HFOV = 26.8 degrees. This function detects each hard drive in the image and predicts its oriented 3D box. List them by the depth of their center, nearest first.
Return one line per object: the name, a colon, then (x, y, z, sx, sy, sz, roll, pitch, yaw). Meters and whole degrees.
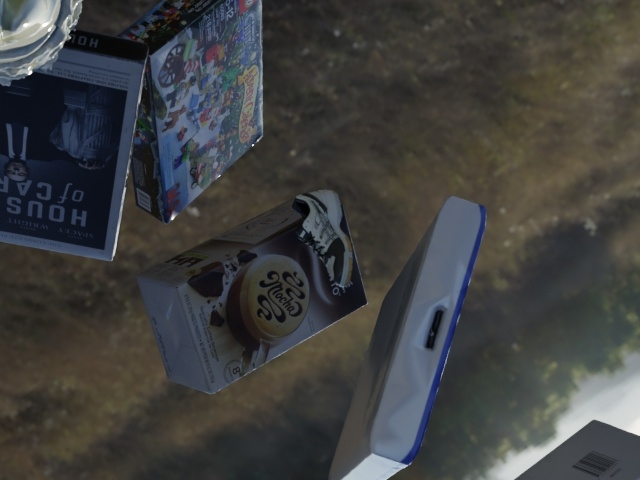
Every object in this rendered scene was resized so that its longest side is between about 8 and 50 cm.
hard drive: (0.068, 0.106, 1.159, 0.319, 0.040, 0.210, 109, -1, -74)

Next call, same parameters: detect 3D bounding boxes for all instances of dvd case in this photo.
dvd case: (-0.238, -0.080, 1.062, 0.179, 0.030, 0.239, 11, 139, -7)

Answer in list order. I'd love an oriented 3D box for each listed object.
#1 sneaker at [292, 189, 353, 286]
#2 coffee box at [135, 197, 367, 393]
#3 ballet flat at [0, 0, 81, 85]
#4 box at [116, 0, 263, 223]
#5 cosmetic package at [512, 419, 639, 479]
sneaker: (0.000, 0.000, 0.996, 0.037, 0.083, 0.032, -2, 144, -19)
coffee box: (-0.092, 0.071, 1.912, 0.297, 0.168, 0.119, -29, -157, -33)
ballet flat: (-0.195, -0.196, 0.760, 0.147, 0.147, 0.409, -27, 158, -30)
box: (-0.121, -0.146, 1.308, 0.159, 0.044, 0.233, -45, 155, -30)
cosmetic package: (0.373, 0.407, 1.872, 0.224, 0.138, 0.225, -24, 121, -44)
